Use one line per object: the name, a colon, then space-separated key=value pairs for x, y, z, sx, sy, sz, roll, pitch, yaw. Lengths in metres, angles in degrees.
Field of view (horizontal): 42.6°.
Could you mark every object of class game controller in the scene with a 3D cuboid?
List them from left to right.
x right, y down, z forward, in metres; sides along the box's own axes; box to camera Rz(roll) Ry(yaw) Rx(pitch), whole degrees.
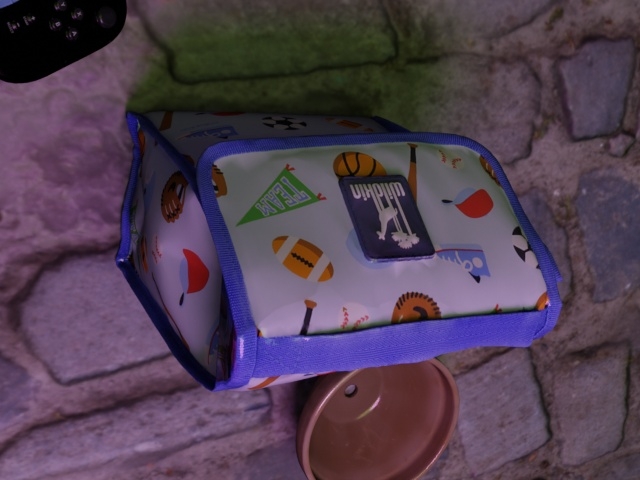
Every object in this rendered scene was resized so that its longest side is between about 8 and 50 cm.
game controller: x=-0.278 y=-0.301 z=0.703 sx=0.166 sy=0.067 sz=0.319 roll=-48 pitch=132 yaw=-42

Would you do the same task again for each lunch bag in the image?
lunch bag: x=0.000 y=0.000 z=0.816 sx=0.327 sy=0.385 sz=0.239 roll=-4 pitch=115 yaw=-25

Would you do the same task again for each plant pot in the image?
plant pot: x=0.062 y=0.232 z=1.122 sx=0.237 sy=0.110 sz=0.237 roll=-11 pitch=116 yaw=-23
